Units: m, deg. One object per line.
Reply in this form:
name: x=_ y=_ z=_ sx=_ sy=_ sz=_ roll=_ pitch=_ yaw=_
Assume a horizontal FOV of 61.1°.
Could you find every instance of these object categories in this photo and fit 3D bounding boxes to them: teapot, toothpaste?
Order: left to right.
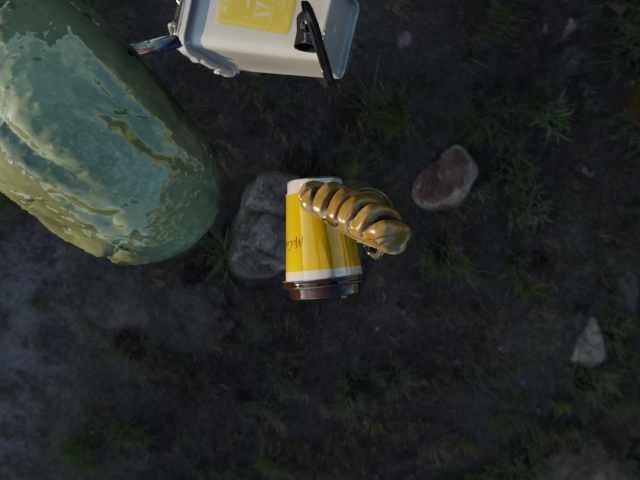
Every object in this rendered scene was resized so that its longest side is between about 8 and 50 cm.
toothpaste: x=-0.209 y=-0.236 z=0.662 sx=0.083 sy=0.027 sz=0.019 roll=-9 pitch=80 yaw=4
teapot: x=0.138 y=-0.050 z=1.659 sx=0.173 sy=0.269 sz=0.182 roll=-5 pitch=144 yaw=-21

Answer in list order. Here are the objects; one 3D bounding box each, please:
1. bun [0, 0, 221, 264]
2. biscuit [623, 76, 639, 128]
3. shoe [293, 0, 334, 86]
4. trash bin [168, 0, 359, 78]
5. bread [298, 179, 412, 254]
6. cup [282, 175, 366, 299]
bun: x=-0.168 y=-0.063 z=0.371 sx=0.221 sy=0.221 sz=0.108 roll=42 pitch=70 yaw=-20
biscuit: x=0.367 y=-0.060 z=0.431 sx=0.257 sy=0.273 sz=0.049 roll=33 pitch=113 yaw=4
shoe: x=-0.020 y=-0.336 z=0.939 sx=0.053 sy=0.062 sz=0.159 roll=-20 pitch=84 yaw=19
trash bin: x=-0.111 y=-0.490 z=1.228 sx=0.368 sy=0.296 sz=0.255 roll=15 pitch=94 yaw=18
bread: x=0.066 y=-0.045 z=0.981 sx=0.134 sy=0.225 sz=0.081 roll=30 pitch=87 yaw=-53
cup: x=0.000 y=0.000 z=1.244 sx=0.196 sy=0.196 sz=0.279 roll=-6 pitch=89 yaw=1
